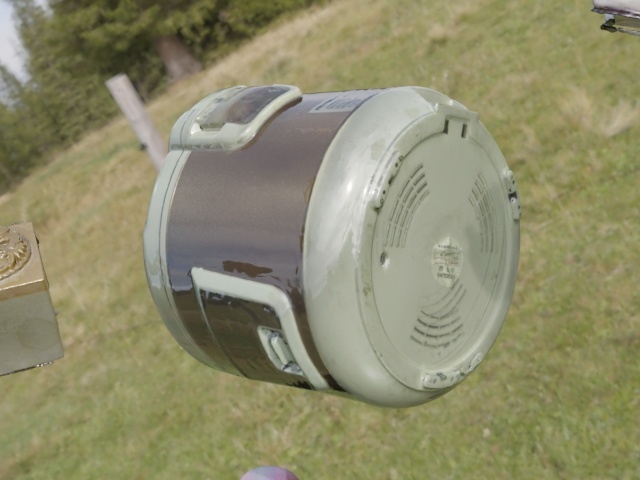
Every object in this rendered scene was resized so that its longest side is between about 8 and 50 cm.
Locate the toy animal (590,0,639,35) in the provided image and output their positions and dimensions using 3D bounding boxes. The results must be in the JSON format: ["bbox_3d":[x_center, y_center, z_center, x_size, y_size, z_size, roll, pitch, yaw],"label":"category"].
[{"bbox_3d":[0.234,-0.204,0.652,0.071,0.124,0.085,14,4,-45],"label":"toy animal"}]

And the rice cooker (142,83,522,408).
[{"bbox_3d":[0.000,0.000,0.991,0.325,0.335,0.335,5,36,42],"label":"rice cooker"}]

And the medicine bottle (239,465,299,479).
[{"bbox_3d":[-0.061,0.349,1.079,0.094,0.119,0.188,2,32,-2],"label":"medicine bottle"}]

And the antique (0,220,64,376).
[{"bbox_3d":[-0.401,0.067,1.162,0.147,0.148,0.152,-15,35,-15],"label":"antique"}]
